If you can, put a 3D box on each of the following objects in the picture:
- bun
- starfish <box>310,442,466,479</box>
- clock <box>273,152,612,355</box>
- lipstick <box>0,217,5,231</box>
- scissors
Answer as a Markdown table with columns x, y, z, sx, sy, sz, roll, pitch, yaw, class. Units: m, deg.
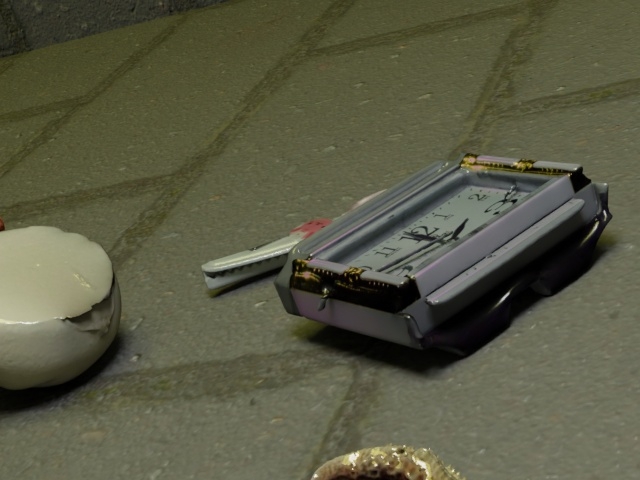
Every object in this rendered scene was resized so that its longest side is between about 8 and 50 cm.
| x | y | z | sx | sy | sz | roll | pitch | yaw | class |
| --- | --- | --- | --- | --- | --- | --- | --- | --- | --- |
| -0.273 | 0.074 | 1.292 | 0.172 | 0.120 | 0.173 | 5 | 34 | -4 | bun |
| 0.096 | 0.171 | 0.745 | 0.071 | 0.216 | 0.238 | -52 | -8 | -5 | starfish |
| 0.104 | 0.012 | 1.180 | 0.253 | 0.083 | 0.186 | -31 | 24 | -29 | clock |
| -0.432 | 0.033 | 1.604 | 0.068 | 0.061 | 0.274 | -14 | 22 | 18 | lipstick |
| 0.000 | 0.000 | 1.369 | 0.242 | 0.031 | 0.118 | -18 | 21 | -10 | scissors |
